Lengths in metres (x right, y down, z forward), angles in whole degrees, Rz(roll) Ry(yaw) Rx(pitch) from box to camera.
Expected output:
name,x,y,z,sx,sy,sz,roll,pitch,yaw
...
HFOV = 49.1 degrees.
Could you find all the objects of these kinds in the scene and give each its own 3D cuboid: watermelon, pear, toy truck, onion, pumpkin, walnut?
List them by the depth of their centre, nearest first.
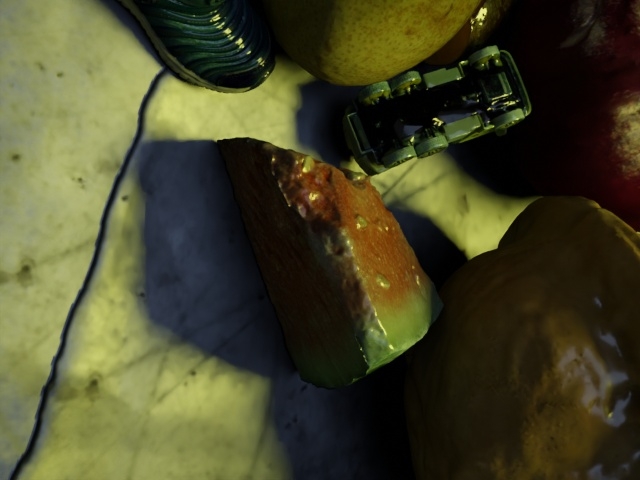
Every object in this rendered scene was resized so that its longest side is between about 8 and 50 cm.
name,x,y,z,sx,sy,sz,roll,pitch,yaw
pear,0.056,-0.257,0.634,0.211,0.188,0.229,-13,125,-36
watermelon,0.000,0.000,0.646,0.139,0.193,0.257,-33,96,-30
walnut,0.260,0.168,0.721,0.383,0.383,0.384,-2,93,-35
toy truck,0.112,-0.127,0.738,0.191,0.116,0.085,-21,86,-15
pumpkin,0.156,-0.291,0.759,0.107,0.119,0.184,-18,106,-21
onion,0.335,-0.155,0.789,0.260,0.281,0.337,-29,107,-35

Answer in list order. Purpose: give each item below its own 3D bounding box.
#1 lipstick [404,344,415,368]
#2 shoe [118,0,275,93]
name,x,y,z,sx,sy,sz,roll,pitch,yaw
lipstick,0.104,0.127,0.803,0.019,0.019,0.094,-22,105,-32
shoe,-0.109,-0.209,0.587,0.207,0.106,0.092,45,69,-34
